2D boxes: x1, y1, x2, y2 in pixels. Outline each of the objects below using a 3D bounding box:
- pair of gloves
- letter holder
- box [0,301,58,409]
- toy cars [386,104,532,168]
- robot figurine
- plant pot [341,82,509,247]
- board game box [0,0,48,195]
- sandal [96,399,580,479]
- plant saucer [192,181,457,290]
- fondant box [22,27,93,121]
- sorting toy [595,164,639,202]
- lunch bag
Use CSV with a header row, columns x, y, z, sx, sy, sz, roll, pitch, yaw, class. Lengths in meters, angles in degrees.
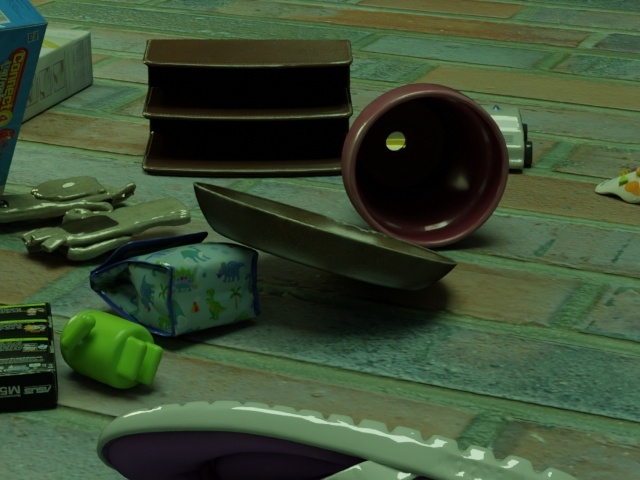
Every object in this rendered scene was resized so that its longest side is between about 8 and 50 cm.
x,y,z,sx,sy,sz,roll,pitch,yaw,class
-0.297,-0.028,2.056,0.204,0.042,0.240,-16,23,-31,pair of gloves
-0.104,-0.191,2.356,0.302,0.152,0.214,0,22,-2,letter holder
-0.361,0.118,1.641,0.191,0.045,0.184,-4,18,-11,box
0.182,-0.142,2.315,0.176,0.087,0.394,19,27,41,toy cars
-0.212,0.108,1.634,0.115,0.067,0.101,16,-3,38,robot figurine
0.117,-0.108,2.061,0.201,0.201,0.180,-3,16,-9,plant pot
-0.494,-0.243,2.116,0.086,0.302,0.308,-15,52,-39,board game box
0.011,0.208,1.296,0.416,0.169,0.102,6,60,13,sandal
0.000,0.000,1.844,0.311,0.050,0.310,16,4,-1,plant saucer
-0.543,-0.270,2.648,0.238,0.096,0.330,6,22,16,fondant box
0.416,-0.079,2.228,0.075,0.044,0.083,-10,11,35,sorting toy
-0.159,0.043,1.787,0.129,0.096,0.151,-9,12,-40,lunch bag
